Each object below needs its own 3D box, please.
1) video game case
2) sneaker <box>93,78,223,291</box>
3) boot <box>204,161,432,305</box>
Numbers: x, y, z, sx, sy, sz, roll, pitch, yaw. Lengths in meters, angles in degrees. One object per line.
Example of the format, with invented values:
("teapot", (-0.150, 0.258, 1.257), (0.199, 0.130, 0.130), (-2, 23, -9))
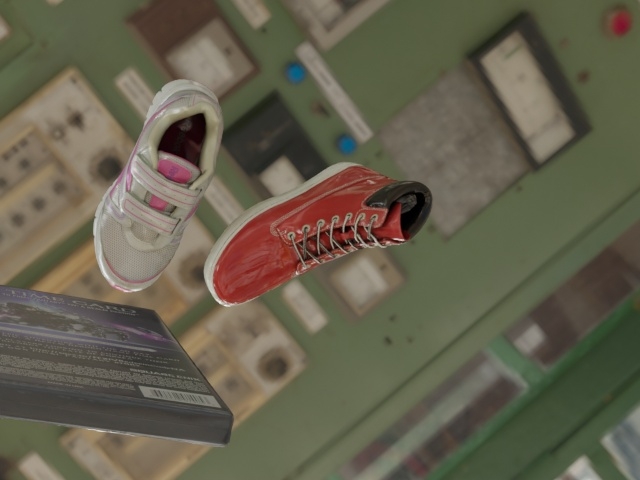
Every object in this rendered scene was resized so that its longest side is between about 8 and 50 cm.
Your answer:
("video game case", (-0.180, 0.070, 0.868), (0.196, 0.026, 0.274), (11, -174, -18))
("sneaker", (-0.180, -0.062, 1.482), (0.103, 0.252, 0.111), (19, 179, -14))
("boot", (0.000, 0.000, 1.467), (0.176, 0.244, 0.088), (21, 142, 57))
